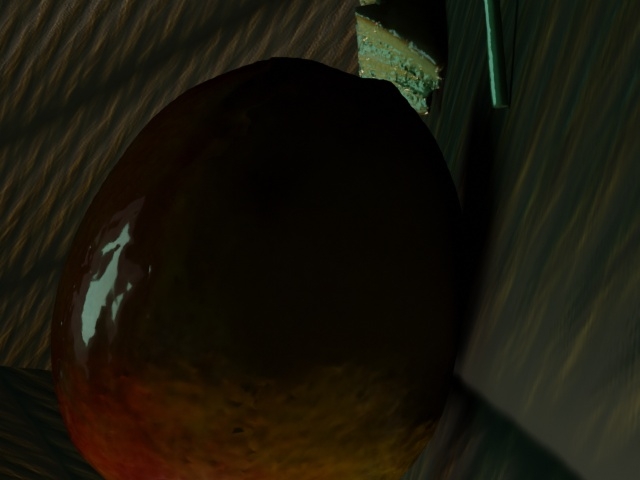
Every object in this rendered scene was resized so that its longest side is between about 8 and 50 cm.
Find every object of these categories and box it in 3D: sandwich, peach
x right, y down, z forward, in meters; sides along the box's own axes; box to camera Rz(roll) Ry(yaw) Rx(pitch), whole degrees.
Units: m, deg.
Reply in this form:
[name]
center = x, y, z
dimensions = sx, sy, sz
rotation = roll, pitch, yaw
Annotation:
[sandwich]
center = 0.078, -0.213, 1.464
dimensions = 0.244, 0.088, 0.090
rotation = -87, -1, -57
[peach]
center = -0.036, 0.041, 1.069
dimensions = 0.290, 0.373, 0.372
rotation = 40, 132, 48

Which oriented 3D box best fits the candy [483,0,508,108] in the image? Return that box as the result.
[candy]
center = 0.105, -0.228, 0.942
dimensions = 0.078, 0.084, 0.287
rotation = 122, 146, -79
